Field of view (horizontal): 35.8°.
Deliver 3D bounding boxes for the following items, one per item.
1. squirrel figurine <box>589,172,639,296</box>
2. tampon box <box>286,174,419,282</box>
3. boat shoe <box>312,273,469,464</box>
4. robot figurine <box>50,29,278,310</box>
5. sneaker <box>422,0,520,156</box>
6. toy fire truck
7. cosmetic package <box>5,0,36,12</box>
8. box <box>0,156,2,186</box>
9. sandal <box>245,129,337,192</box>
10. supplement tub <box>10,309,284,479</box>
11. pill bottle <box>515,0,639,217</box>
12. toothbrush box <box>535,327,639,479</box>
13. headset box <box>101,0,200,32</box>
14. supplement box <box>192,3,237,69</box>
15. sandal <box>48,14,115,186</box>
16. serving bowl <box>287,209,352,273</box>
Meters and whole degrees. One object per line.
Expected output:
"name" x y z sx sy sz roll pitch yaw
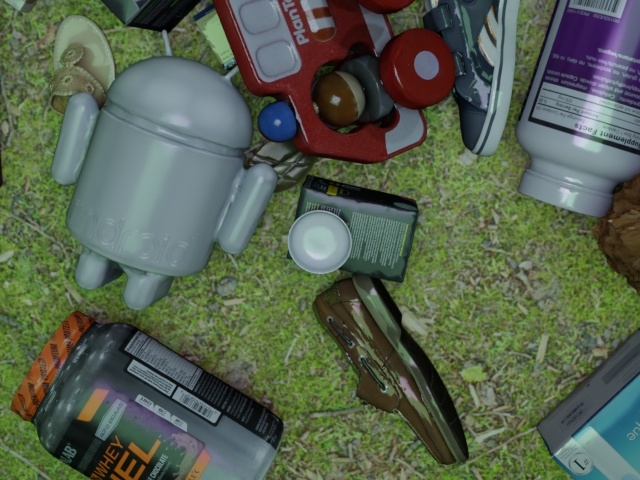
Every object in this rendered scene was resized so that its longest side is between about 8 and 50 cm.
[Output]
"squirrel figurine" 0.522 -0.088 1.183 0.397 0.370 0.281 -34 99 39
"tampon box" 0.046 -0.018 1.352 0.160 0.120 0.102 12 101 0
"boat shoe" 0.099 0.190 1.401 0.104 0.110 0.307 -30 88 11
"robot figurine" -0.210 -0.089 1.310 0.299 0.200 0.354 20 100 1
"sneaker" 0.193 -0.274 1.302 0.127 0.126 0.321 6 89 -3
"toy fire truck" 0.008 -0.235 1.240 0.253 0.169 0.302 -24 98 -26
"cosmetic package" -0.397 -0.375 1.350 0.060 0.041 0.115 34 100 -3
"box" -0.551 -0.251 1.331 0.191 0.143 0.382 0 101 2
"sandal" -0.030 -0.136 1.376 0.072 0.049 0.180 42 84 -10
"supplement tub" -0.238 0.252 1.368 0.338 0.207 0.207 32 100 -3
"pill bottle" 0.364 -0.200 1.277 0.181 0.181 0.323 16 101 0
"toothbrush box" 0.488 0.307 1.387 0.295 0.126 0.216 44 99 -6
"headset box" -0.257 -0.391 1.220 0.131 0.283 0.246 -44 95 9
"supplement box" -0.114 -0.288 1.345 0.083 0.056 0.083 -31 97 7
"sandal" -0.333 -0.189 1.360 0.088 0.079 0.240 2 100 2
"serving bowl" 0.000 0.000 1.281 0.083 0.027 0.083 1 101 4
